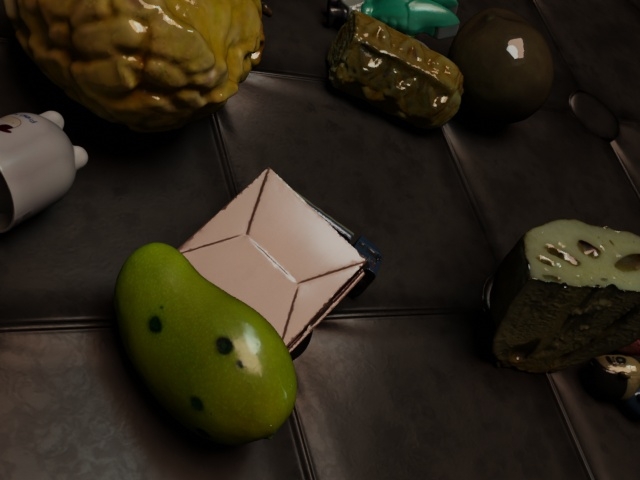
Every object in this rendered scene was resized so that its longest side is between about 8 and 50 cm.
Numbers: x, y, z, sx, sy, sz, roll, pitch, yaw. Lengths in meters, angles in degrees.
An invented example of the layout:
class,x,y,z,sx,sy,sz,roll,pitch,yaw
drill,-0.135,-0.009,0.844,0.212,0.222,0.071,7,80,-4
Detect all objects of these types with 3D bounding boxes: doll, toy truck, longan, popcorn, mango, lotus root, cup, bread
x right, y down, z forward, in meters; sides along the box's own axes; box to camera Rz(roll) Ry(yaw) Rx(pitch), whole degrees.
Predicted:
class,x,y,z,sx,sy,sz,roll,pitch,yaw
doll,0.150,-0.453,1.728,0.258,0.153,0.195,27,64,11
toy truck,0.000,0.000,1.335,0.202,0.074,0.088,35,38,-3
doll,0.535,0.250,1.466,0.179,0.102,0.089,29,86,-11
longan,0.362,-0.349,1.703,0.215,0.246,0.246,-36,77,-7
popcorn,-0.273,-0.343,1.258,0.354,0.344,0.390,-1,76,15
mango,-0.153,0.132,1.068,0.293,0.175,0.143,47,17,11
lotus root,0.396,0.099,1.378,0.267,0.260,0.149,7,51,-11
cup,-0.409,-0.098,1.131,0.142,0.174,0.134,-40,114,-45
bread,0.148,-0.313,1.612,0.268,0.130,0.152,24,91,-14

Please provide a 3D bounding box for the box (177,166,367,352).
class,x,y,z,sx,sy,sz,roll,pitch,yaw
box,-0.077,0.040,1.196,0.215,0.086,0.215,44,68,5

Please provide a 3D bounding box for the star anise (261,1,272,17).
class,x,y,z,sx,sy,sz,roll,pitch,yaw
star anise,-0.152,-0.549,1.624,0.349,0.109,0.292,42,52,16

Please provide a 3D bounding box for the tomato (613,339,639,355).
class,x,y,z,sx,sy,sz,roll,pitch,yaw
tomato,0.510,0.126,1.520,0.189,0.099,0.173,59,29,-5
